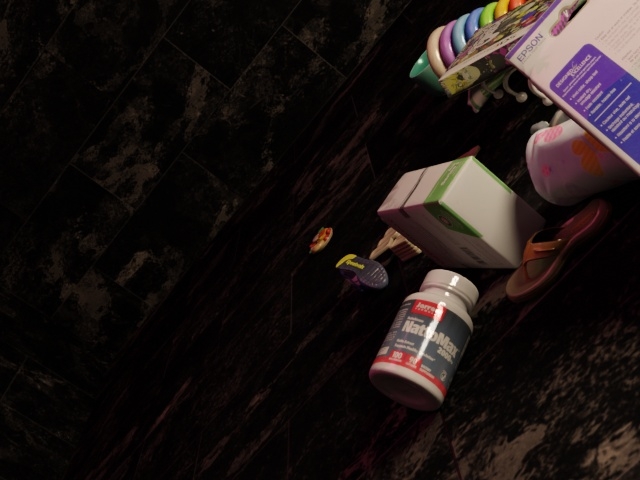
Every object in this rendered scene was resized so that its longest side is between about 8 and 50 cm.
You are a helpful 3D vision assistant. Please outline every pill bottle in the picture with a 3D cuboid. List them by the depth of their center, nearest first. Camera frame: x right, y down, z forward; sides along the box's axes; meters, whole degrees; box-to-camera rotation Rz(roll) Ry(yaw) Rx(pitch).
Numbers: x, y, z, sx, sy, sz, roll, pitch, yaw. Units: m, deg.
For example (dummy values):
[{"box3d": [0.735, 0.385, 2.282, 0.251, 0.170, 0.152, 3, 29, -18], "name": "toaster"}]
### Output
[{"box3d": [0.150, 0.134, 1.129, 0.108, 0.108, 0.180, -27, 30, 59], "name": "pill bottle"}]

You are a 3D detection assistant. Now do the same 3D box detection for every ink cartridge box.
[{"box3d": [0.365, -0.154, 0.855, 0.165, 0.065, 0.332, -48, 58, 18], "name": "ink cartridge box"}, {"box3d": [0.208, -0.036, 1.243, 0.092, 0.160, 0.219, -55, 16, -13], "name": "ink cartridge box"}]

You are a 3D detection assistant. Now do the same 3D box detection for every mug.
[{"box3d": [0.296, -0.409, 1.952, 0.129, 0.097, 0.158, -49, 16, 12], "name": "mug"}]

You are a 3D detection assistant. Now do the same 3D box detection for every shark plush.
[{"box3d": [0.377, -0.165, 1.199, 0.161, 0.073, 0.067, 132, 153, -53], "name": "shark plush"}]

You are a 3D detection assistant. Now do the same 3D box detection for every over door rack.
[{"box3d": [0.448, -0.334, 1.349, 0.324, 0.108, 0.239, -38, 15, 0], "name": "over door rack"}]

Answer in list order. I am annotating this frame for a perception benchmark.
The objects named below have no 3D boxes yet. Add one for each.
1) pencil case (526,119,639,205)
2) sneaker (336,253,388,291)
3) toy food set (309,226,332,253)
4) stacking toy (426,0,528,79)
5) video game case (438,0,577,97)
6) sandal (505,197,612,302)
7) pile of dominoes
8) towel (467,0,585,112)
[{"box3d": [0.384, -0.124, 1.014, 0.124, 0.113, 0.273, -13, -5, -26], "name": "pencil case"}, {"box3d": [0.090, 0.071, 1.579, 0.053, 0.059, 0.144, -38, 30, -15], "name": "sneaker"}, {"box3d": [0.000, 0.000, 2.058, 0.083, 0.020, 0.082, -56, 15, -12], "name": "toy food set"}, {"box3d": [0.361, -0.424, 1.588, 0.330, 0.141, 0.141, -26, 30, 53], "name": "stacking toy"}, {"box3d": [0.326, -0.349, 1.383, 0.210, 0.042, 0.232, -23, 21, 41], "name": "video game case"}, {"box3d": [0.305, 0.005, 1.071, 0.180, 0.049, 0.072, -48, 16, 17], "name": "sandal"}, {"box3d": [0.211, -0.059, 1.577, 0.196, 0.040, 0.251, -33, 16, 54], "name": "pile of dominoes"}, {"box3d": [0.429, -0.433, 1.702, 0.325, 0.038, 0.248, -45, 17, 35], "name": "towel"}]
